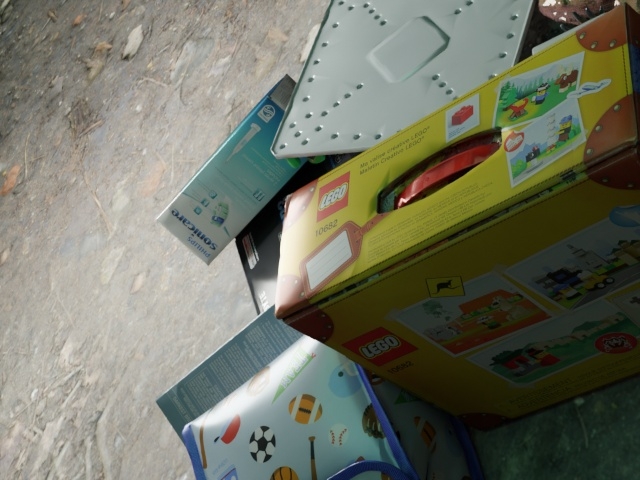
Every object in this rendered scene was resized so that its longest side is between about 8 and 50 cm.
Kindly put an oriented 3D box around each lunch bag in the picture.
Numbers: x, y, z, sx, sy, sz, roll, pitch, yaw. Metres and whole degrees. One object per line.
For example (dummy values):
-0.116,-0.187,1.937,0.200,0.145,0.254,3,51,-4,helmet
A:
0.027,0.330,1.687,0.328,0.239,0.385,-39,54,26,lunch bag

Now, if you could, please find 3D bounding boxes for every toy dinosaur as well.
0.379,-0.346,1.860,0.296,0.127,0.200,17,85,61,toy dinosaur

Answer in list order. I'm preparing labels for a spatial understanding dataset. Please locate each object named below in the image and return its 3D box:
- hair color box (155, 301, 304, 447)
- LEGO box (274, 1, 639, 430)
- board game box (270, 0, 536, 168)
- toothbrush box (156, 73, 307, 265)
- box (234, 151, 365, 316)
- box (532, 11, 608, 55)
-0.045,0.159,1.916,0.374,0.185,0.113,-39,80,24,hair color box
0.254,0.006,1.510,0.500,0.372,0.193,-28,44,37,LEGO box
0.147,-0.284,2.040,0.390,0.050,0.390,-3,54,34,board game box
-0.125,-0.125,2.248,0.295,0.126,0.216,-45,7,16,toothbrush box
0.000,0.000,2.117,0.293,0.073,0.295,-44,36,19,box
0.366,-0.153,1.622,0.119,0.182,0.181,-23,58,39,box
